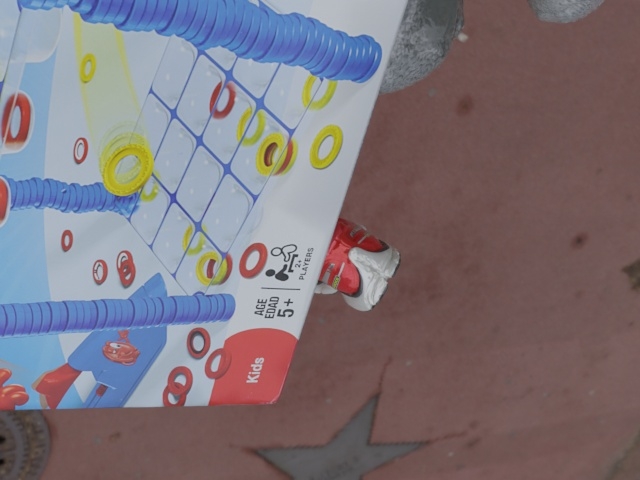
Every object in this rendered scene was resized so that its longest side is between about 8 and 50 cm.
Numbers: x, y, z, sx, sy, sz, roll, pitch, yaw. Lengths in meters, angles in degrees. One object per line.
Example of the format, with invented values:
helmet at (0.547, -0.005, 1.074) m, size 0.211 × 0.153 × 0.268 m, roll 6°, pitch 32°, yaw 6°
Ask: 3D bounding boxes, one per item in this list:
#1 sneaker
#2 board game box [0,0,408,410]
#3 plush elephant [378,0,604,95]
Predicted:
sneaker at (0.000, 0.000, 1.028) m, size 0.118 × 0.279 × 0.107 m, roll 35°, pitch 82°, yaw -19°
board game box at (-0.133, -0.066, 0.348) m, size 0.302 × 0.086 × 0.308 m, roll 3°, pitch 124°, yaw -22°
plush elephant at (-0.001, -0.259, 0.517) m, size 0.272 × 0.255 × 0.330 m, roll -36°, pitch 121°, yaw -37°
